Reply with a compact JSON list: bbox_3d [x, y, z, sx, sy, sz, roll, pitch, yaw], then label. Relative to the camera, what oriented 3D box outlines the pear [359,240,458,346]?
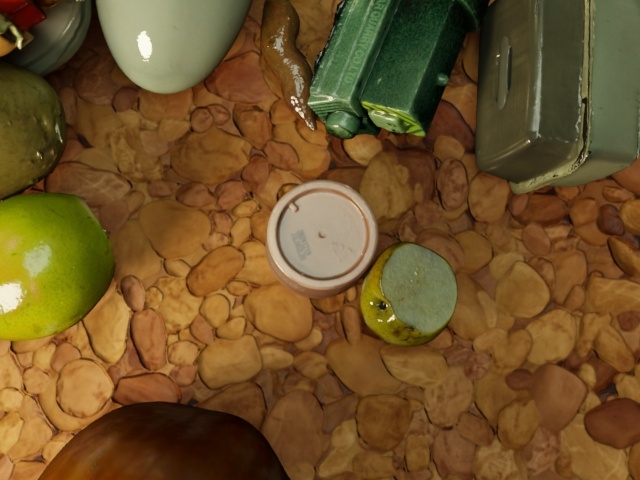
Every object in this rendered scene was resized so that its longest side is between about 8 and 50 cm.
[{"bbox_3d":[0.110,0.075,1.441,0.141,0.104,0.141,10,70,-29],"label":"pear"}]

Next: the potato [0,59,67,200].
[{"bbox_3d":[-0.511,-0.131,1.368,0.359,0.270,0.219,-6,93,-22],"label":"potato"}]

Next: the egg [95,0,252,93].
[{"bbox_3d":[-0.192,-0.380,1.437,0.230,0.230,0.371,6,84,-3],"label":"egg"}]

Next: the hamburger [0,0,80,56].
[{"bbox_3d":[-0.420,-0.341,1.263,0.274,0.274,0.212,43,92,4],"label":"hamburger"}]

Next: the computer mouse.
[{"bbox_3d":[-0.393,-0.376,1.452,0.197,0.095,0.331,-15,75,37],"label":"computer mouse"}]

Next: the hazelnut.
[{"bbox_3d":[-0.184,0.371,1.277,0.366,0.366,0.366,1,80,-4],"label":"hazelnut"}]

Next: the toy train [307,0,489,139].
[{"bbox_3d":[0.113,-0.284,1.465,0.178,0.138,0.330,17,79,27],"label":"toy train"}]

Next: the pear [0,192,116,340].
[{"bbox_3d":[-0.376,0.040,1.378,0.220,0.187,0.187,-33,84,-12],"label":"pear"}]

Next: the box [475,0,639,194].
[{"bbox_3d":[0.319,-0.216,1.452,0.166,0.220,0.290,7,80,-17],"label":"box"}]

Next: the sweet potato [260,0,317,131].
[{"bbox_3d":[-0.047,-0.254,1.514,0.065,0.051,0.218,-13,81,-8],"label":"sweet potato"}]

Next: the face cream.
[{"bbox_3d":[0.000,0.000,1.447,0.149,0.104,0.149,1,80,-4],"label":"face cream"}]
